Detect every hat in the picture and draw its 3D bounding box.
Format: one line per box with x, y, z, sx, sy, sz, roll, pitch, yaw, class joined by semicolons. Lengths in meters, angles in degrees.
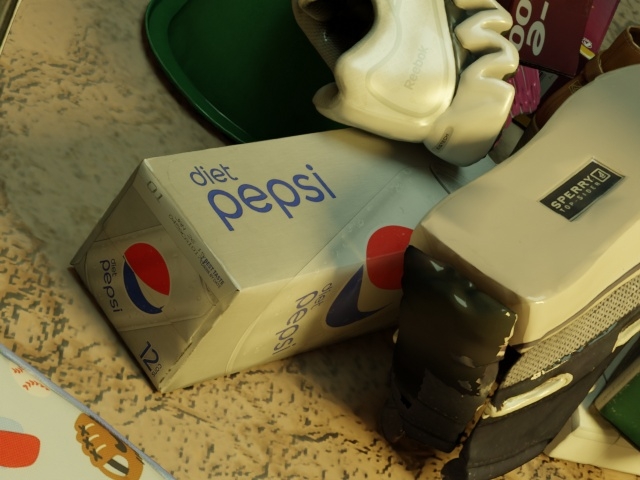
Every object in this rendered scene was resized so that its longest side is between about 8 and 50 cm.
-0.002;-0.176;1.224;0.208;0.183;0.173;43;32;8;hat

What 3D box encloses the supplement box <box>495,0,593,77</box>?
0.090;-0.199;1.292;0.073;0.130;0.239;10;8;-36;supplement box

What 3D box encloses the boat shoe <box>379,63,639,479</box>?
0.157;0.014;1.127;0.127;0.158;0.340;37;44;28;boat shoe

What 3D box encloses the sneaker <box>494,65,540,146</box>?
0.102;-0.104;1.332;0.170;0.075;0.063;-47;128;-53;sneaker

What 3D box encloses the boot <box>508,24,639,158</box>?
0.244;-0.077;1.366;0.197;0.152;0.073;8;44;-38;boot

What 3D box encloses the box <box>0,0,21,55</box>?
-0.258;-0.206;0.818;0.212;0.293;0.395;16;17;-29;box

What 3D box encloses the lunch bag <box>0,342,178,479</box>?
-0.201;0.129;0.743;0.303;0.115;0.243;32;37;-11;lunch bag

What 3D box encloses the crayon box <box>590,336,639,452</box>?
0.313;-0.011;1.120;0.081;0.318;0.202;42;35;6;crayon box

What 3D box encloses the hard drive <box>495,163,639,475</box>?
0.267;0.076;1.304;0.353;0.047;0.233;15;40;-31;hard drive

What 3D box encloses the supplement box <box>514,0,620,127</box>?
0.167;-0.178;1.481;0.104;0.081;0.188;36;33;-3;supplement box

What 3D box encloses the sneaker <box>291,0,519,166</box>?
0.040;-0.180;1.168;0.118;0.110;0.292;5;52;-17;sneaker

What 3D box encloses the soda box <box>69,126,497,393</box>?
0.000;0.000;1.102;0.286;0.091;0.098;-12;58;-49;soda box
